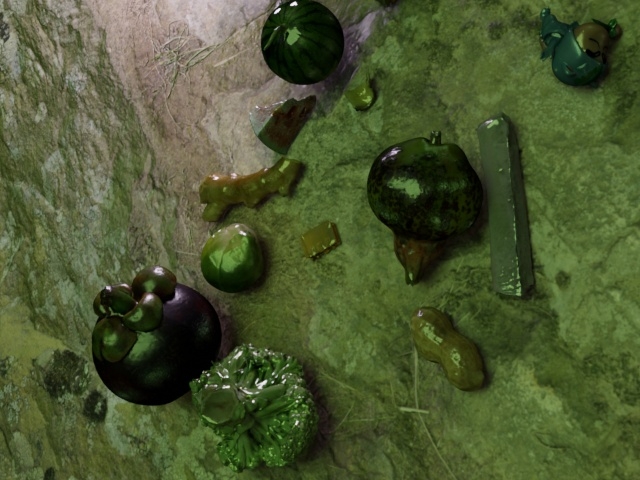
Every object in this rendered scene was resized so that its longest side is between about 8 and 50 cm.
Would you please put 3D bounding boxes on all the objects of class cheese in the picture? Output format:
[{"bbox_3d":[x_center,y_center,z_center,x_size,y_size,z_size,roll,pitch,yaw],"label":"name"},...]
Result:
[{"bbox_3d":[0.096,-0.327,1.969,0.084,0.042,0.060,-56,44,30],"label":"cheese"}]

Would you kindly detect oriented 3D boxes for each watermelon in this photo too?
[{"bbox_3d":[-0.088,-0.266,2.059,0.158,0.098,0.121,-12,71,30],"label":"watermelon"},{"bbox_3d":[-0.045,-0.439,1.994,0.188,0.215,0.187,-7,74,26],"label":"watermelon"}]

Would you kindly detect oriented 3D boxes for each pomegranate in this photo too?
[{"bbox_3d":[0.206,-0.062,1.743,0.204,0.276,0.222,-29,26,-13],"label":"pomegranate"}]

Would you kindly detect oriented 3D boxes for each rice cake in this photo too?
[{"bbox_3d":[0.346,-0.065,1.699,0.073,0.056,0.364,-18,68,38],"label":"rice cake"}]

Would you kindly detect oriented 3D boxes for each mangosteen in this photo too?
[{"bbox_3d":[-0.378,0.213,2.008,0.300,0.300,0.300,-11,71,34],"label":"mangosteen"}]

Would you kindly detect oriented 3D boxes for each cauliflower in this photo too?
[{"bbox_3d":[-0.152,0.332,1.840,0.275,0.250,0.272,-25,66,24],"label":"cauliflower"}]

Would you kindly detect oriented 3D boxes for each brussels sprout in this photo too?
[{"bbox_3d":[-0.197,0.043,2.039,0.155,0.117,0.155,-8,62,15],"label":"brussels sprout"}]

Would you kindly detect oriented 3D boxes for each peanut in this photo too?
[{"bbox_3d":[0.234,0.203,1.694,0.089,0.089,0.193,-52,53,14],"label":"peanut"}]

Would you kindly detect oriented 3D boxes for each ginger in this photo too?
[{"bbox_3d":[-0.167,-0.129,2.095,0.299,0.065,0.117,-17,81,34],"label":"ginger"}]

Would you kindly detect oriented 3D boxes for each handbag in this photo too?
[{"bbox_3d":[0.000,0.000,1.959,0.083,0.027,0.061,-30,60,26],"label":"handbag"}]

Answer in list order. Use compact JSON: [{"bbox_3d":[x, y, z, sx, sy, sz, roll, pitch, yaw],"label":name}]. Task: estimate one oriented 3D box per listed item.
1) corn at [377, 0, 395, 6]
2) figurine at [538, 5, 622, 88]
[{"bbox_3d":[0.129,-0.633,1.888,0.122,0.305,0.123,26,63,28],"label":"corn"},{"bbox_3d":[0.470,-0.370,1.667,0.144,0.114,0.178,-42,48,18],"label":"figurine"}]
